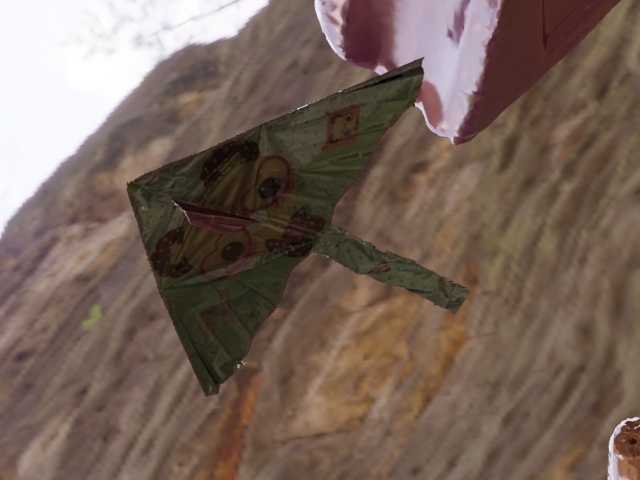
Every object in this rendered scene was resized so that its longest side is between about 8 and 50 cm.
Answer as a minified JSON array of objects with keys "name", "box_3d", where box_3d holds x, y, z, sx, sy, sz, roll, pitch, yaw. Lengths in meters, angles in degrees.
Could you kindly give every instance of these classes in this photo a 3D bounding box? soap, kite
[{"name":"soap","box_3d":[0.118,-0.248,0.835,0.128,0.359,0.233,36,-122,19]},{"name":"kite","box_3d":[-0.001,-0.001,0.870,0.250,0.229,0.012,18,-154,-42]}]

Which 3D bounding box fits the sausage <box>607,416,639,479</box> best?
[{"name":"sausage","box_3d":[0.161,0.162,0.784,0.043,0.043,0.186,-47,-42,-38]}]
